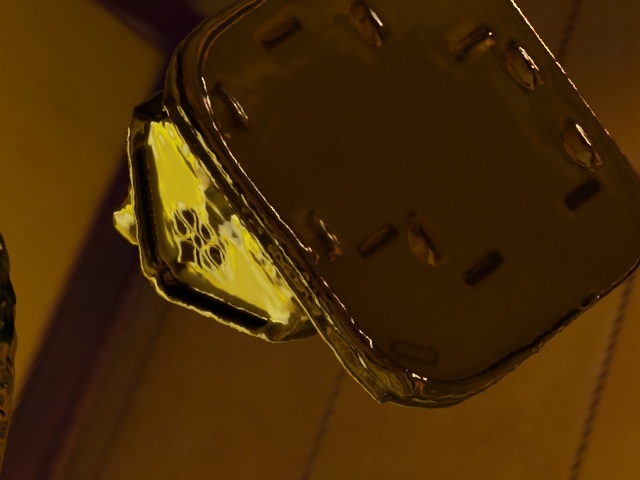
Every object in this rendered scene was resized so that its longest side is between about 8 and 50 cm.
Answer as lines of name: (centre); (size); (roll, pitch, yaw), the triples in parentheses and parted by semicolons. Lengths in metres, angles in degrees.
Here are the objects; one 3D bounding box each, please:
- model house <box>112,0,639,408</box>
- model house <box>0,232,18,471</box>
model house: (0.000, 0.000, 1.029); (0.205, 0.218, 0.279); (-33, -4, -31)
model house: (-0.263, 0.010, 0.691); (0.272, 0.301, 0.190); (5, 70, 3)
